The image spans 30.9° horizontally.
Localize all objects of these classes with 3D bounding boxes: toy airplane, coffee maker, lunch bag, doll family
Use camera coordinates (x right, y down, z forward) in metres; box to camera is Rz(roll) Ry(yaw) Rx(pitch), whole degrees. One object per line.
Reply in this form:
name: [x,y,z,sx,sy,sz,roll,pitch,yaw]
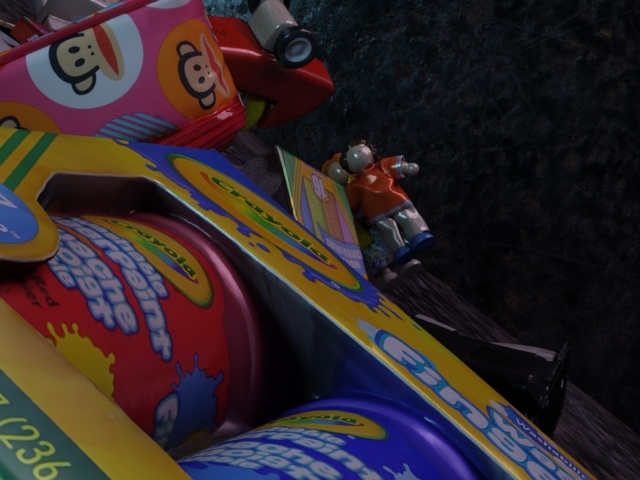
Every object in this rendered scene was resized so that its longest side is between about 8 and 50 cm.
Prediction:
toy airplane: [-0.216,-0.202,1.517,0.384,0.272,0.386,27,38,11]
coffee maker: [0.147,0.147,1.166,0.178,0.120,0.171,11,5,21]
lunch bag: [-0.195,-0.075,0.776,0.120,0.258,0.293,68,-10,-11]
doll family: [0.000,0.000,1.229,0.163,0.263,0.118,59,9,20]

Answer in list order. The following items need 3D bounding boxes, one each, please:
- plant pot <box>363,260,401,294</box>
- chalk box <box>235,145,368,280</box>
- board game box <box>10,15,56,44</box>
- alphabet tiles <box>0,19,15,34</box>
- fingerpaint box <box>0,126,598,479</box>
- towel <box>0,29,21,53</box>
plant pot: [0.009,0.036,1.357,0.167,0.165,0.167,37,7,-5]
chalk box: [-0.038,0.050,1.037,0.132,0.132,0.213,27,45,-57]
board game box: [-0.199,-0.132,1.250,0.281,0.027,0.145,41,5,5]
alphabet tiles: [-0.450,-0.273,1.292,0.237,0.009,0.198,18,3,-29]
fingerpaint box: [-0.014,0.142,0.460,0.445,0.163,0.371,41,15,17]
towel: [-0.278,-0.108,1.169,0.374,0.090,0.320,40,5,12]
